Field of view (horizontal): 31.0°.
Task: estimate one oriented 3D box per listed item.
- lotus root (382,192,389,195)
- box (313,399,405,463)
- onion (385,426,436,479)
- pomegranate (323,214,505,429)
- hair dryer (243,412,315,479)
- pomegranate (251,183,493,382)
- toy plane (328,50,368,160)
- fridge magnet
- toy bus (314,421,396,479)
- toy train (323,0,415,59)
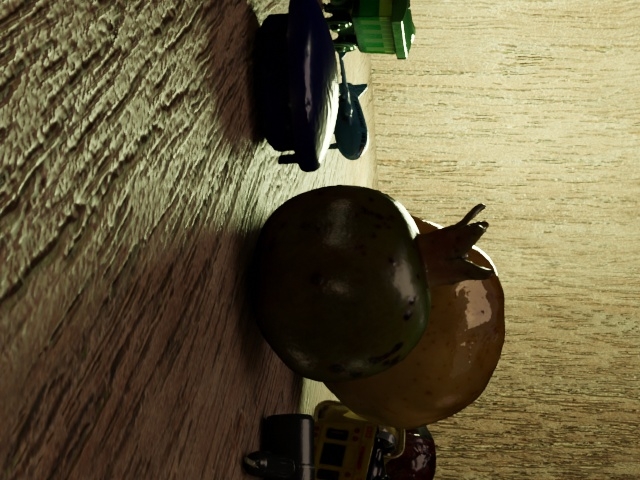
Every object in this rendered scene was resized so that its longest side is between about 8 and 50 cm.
[{"bbox_3d":[0.021,0.027,1.798,0.188,0.180,0.199,-85,177,-65],"label":"lotus root"},{"bbox_3d":[0.069,0.360,2.148,0.111,0.177,0.111,-167,-90,-84],"label":"box"},{"bbox_3d":[0.117,0.414,2.349,0.221,0.281,0.281,-45,-159,30],"label":"onion"},{"bbox_3d":[0.125,0.145,2.012,0.410,0.410,0.410,-2,90,-83],"label":"pomegranate"},{"bbox_3d":[-0.063,0.289,1.533,0.219,0.072,0.124,35,51,-71],"label":"hair dryer"},{"bbox_3d":[0.066,0.057,1.566,0.291,0.323,0.290,179,-90,-82],"label":"pomegranate"},{"bbox_3d":[0.053,-0.256,2.407,0.271,0.105,0.254,-83,168,-47],"label":"toy plane"},{"bbox_3d":[-0.030,-0.232,1.691,0.265,0.113,0.265,-1,90,-83],"label":"fridge magnet"},{"bbox_3d":[0.051,0.436,1.979,0.331,0.151,0.145,80,19,-53],"label":"toy bus"},{"bbox_3d":[0.095,-0.474,2.430,0.301,0.202,0.120,48,45,-80],"label":"toy train"}]
